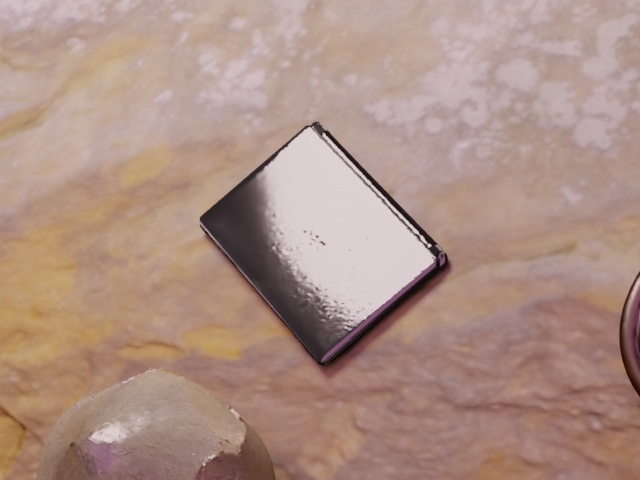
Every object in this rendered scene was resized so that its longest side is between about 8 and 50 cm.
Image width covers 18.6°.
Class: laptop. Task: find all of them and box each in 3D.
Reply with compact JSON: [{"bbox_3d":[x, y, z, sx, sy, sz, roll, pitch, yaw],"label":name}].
[{"bbox_3d":[0.000,0.000,1.514,0.129,0.016,0.180,-41,56,-2],"label":"laptop"}]

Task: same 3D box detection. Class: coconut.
[{"bbox_3d":[-0.118,0.172,1.383,0.161,0.162,0.161,-9,62,18],"label":"coconut"}]

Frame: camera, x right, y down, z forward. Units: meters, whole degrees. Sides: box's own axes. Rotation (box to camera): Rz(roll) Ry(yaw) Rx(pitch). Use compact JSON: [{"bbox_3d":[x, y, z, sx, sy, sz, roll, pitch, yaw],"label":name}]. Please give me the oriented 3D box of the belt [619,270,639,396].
[{"bbox_3d":[0.372,0.048,1.281,0.338,0.122,0.217,-20,60,13],"label":"belt"}]
